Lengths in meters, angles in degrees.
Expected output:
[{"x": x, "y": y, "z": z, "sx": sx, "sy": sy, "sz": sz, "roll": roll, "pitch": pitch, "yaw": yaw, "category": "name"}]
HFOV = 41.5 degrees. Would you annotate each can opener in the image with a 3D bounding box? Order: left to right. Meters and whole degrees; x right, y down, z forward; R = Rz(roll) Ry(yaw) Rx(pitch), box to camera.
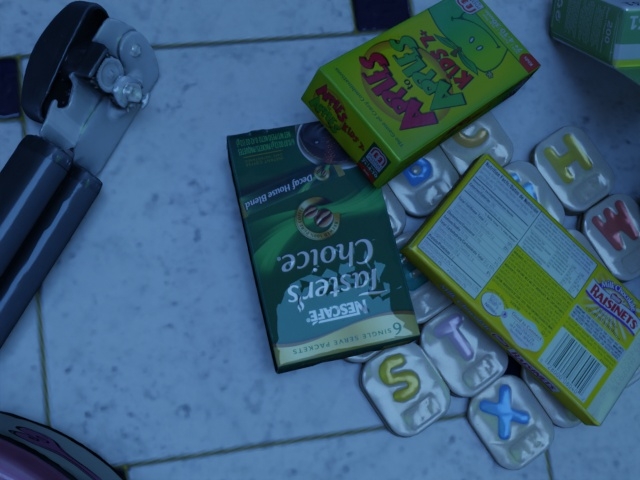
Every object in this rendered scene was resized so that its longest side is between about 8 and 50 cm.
[{"x": -0.211, "y": -0.048, "z": 0.635, "sx": 0.093, "sy": 0.074, "sz": 0.280, "roll": 16, "pitch": 73, "yaw": 30, "category": "can opener"}]

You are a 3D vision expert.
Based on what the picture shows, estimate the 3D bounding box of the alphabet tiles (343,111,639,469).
[{"x": 0.140, "y": 0.029, "z": 0.689, "sx": 0.284, "sy": 0.021, "sz": 0.278, "roll": -33, "pitch": 86, "yaw": -12, "category": "alphabet tiles"}]

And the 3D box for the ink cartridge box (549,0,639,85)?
[{"x": 0.304, "y": -0.156, "z": 0.650, "sx": 0.171, "sy": 0.235, "sz": 0.056, "roll": -5, "pitch": 117, "yaw": -10, "category": "ink cartridge box"}]

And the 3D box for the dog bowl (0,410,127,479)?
[{"x": -0.260, "y": 0.280, "z": 0.467, "sx": 0.408, "sy": 0.150, "sz": 0.407, "roll": 4, "pitch": 68, "yaw": -10, "category": "dog bowl"}]

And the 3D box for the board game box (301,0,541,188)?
[{"x": 0.083, "y": -0.125, "z": 0.665, "sx": 0.181, "sy": 0.043, "sz": 0.092, "roll": -35, "pitch": 82, "yaw": -32, "category": "board game box"}]

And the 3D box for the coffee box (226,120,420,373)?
[{"x": 0.000, "y": 0.000, "z": 0.645, "sx": 0.113, "sy": 0.040, "sz": 0.184, "roll": -10, "pitch": 76, "yaw": -9, "category": "coffee box"}]

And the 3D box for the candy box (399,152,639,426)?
[{"x": 0.168, "y": 0.039, "z": 0.658, "sx": 0.206, "sy": 0.027, "sz": 0.105, "roll": 43, "pitch": 69, "yaw": -6, "category": "candy box"}]
